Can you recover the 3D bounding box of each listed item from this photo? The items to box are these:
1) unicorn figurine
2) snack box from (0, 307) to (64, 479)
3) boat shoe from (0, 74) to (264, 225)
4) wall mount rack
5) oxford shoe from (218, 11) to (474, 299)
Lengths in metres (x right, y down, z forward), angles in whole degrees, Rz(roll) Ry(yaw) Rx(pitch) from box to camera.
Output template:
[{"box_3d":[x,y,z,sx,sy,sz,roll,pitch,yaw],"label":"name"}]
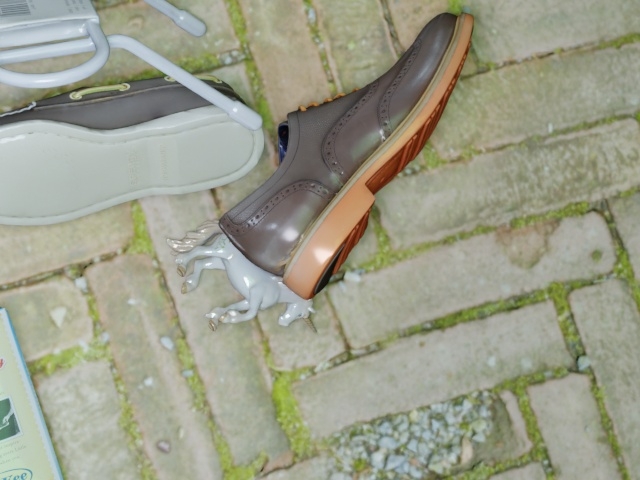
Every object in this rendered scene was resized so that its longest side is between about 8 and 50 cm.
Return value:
[{"box_3d":[-0.075,0.045,1.663,0.111,0.060,0.162,-32,91,-29],"label":"unicorn figurine"},{"box_3d":[-0.419,0.199,1.537,0.322,0.060,0.187,-19,94,-19],"label":"snack box"},{"box_3d":[-0.222,-0.096,1.605,0.324,0.096,0.116,-10,130,-16],"label":"boat shoe"},{"box_3d":[-0.227,-0.187,1.536,0.304,0.350,0.130,-9,126,-16],"label":"wall mount rack"},{"box_3d":[0.035,-0.116,1.679,0.133,0.130,0.363,32,64,7],"label":"oxford shoe"}]
